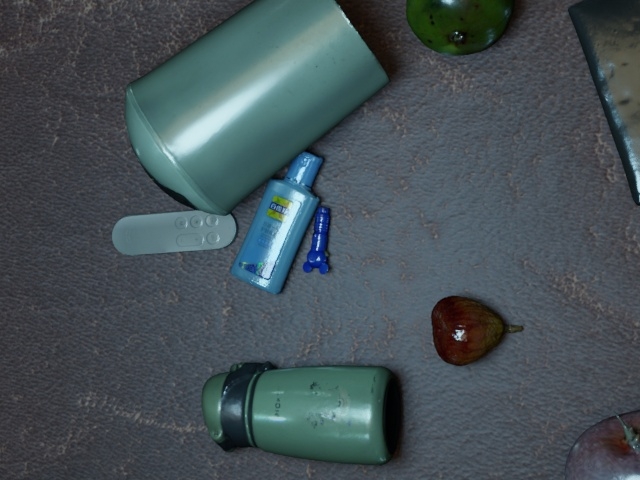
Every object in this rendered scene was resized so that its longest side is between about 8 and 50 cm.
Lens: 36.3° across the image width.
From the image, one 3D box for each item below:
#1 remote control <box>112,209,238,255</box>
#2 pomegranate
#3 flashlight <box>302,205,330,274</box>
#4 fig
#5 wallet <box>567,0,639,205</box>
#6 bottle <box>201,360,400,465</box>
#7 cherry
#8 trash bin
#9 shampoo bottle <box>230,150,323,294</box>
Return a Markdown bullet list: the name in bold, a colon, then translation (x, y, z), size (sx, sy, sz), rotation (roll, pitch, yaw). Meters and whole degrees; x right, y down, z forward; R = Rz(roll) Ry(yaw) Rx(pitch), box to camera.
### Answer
- **remote control**: translation (-0.272, -0.015, 1.820), size (0.245, 0.022, 0.077), rotation (-4, 86, 12)
- **pomegranate**: translation (0.237, -0.426, 1.651), size (0.187, 0.187, 0.225), rotation (0, 65, 13)
- **flashlight**: translation (0.000, 0.000, 1.753), size (0.057, 0.035, 0.121), rotation (4, 85, 38)
- **fig**: translation (0.261, 0.154, 1.646), size (0.153, 0.119, 0.119), rotation (2, 89, 14)
- **wallet**: translation (0.561, -0.259, 1.623), size (0.197, 0.051, 0.377), rotation (-19, 84, 15)
- **bottle**: translation (-0.042, 0.295, 1.690), size (0.347, 0.168, 0.168), rotation (0, 88, 18)
- **cherry**: translation (0.527, 0.394, 1.530), size (0.261, 0.221, 0.307), rotation (-21, 97, 20)
- **trash bin**: translation (-0.123, -0.243, 1.669), size (0.432, 0.280, 0.280), rotation (-36, 81, 6)
- **shampoo bottle**: translation (-0.069, -0.039, 1.754), size (0.104, 0.061, 0.258), rotation (24, 93, 16)
